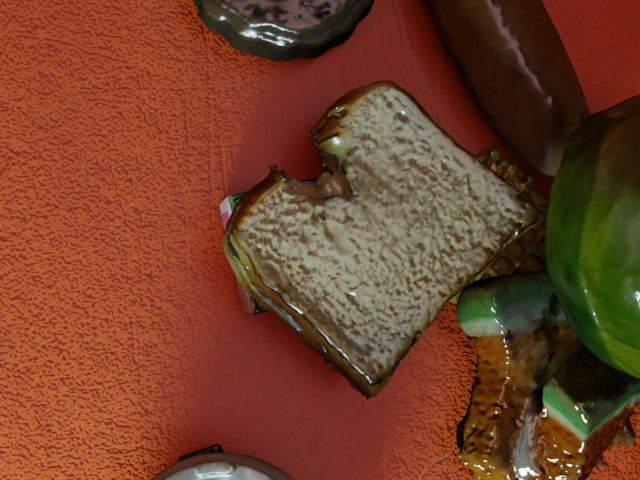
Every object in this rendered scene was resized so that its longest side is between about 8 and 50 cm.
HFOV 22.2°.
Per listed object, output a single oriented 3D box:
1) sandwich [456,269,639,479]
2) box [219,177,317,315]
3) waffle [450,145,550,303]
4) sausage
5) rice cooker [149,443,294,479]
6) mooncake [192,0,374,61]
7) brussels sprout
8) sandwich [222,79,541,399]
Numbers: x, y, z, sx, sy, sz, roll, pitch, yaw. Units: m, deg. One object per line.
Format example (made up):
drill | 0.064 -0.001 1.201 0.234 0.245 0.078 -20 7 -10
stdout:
sandwich | 0.261 0.179 1.784 0.250 0.162 0.301 13 91 -23
box | 0.000 0.000 1.798 0.199 0.081 0.135 -12 89 -13
waffle | 0.186 -0.009 1.851 0.191 0.038 0.191 0 89 -11
sausage | 0.173 -0.295 1.826 0.136 0.123 0.500 -23 91 -40
rice cooker | -0.093 0.345 1.687 0.241 0.227 0.280 -21 72 0
mooncake | -0.040 -0.311 1.786 0.228 0.124 0.228 1 87 -9
brussels sprout | 0.364 -0.010 1.664 0.281 0.354 0.289 -28 125 12
sandwich | 0.052 -0.010 1.721 0.249 0.095 0.273 44 80 -4
